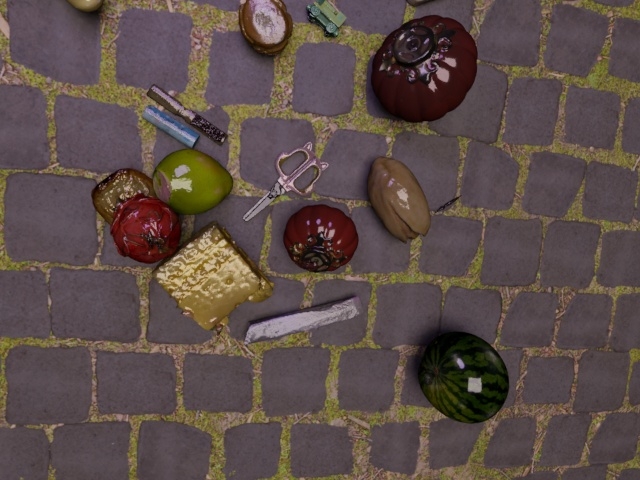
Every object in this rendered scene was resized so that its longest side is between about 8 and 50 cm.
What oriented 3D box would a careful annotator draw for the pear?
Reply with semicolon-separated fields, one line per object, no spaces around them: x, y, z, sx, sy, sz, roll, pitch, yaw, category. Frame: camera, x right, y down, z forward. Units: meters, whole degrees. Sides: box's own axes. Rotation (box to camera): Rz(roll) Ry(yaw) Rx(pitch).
-0.353;-0.167;1.149;0.220;0.188;0.187;-27;105;-43;pear

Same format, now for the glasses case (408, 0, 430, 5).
0.358;-0.798;1.268;0.197;0.050;0.083;-20;104;-8;glasses case

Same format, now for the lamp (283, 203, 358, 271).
0.000;0.000;1.223;0.227;0.227;0.226;-2;98;-11;lamp

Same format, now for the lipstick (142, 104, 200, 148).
-0.429;-0.328;1.174;0.158;0.048;0.048;32;91;-13;lipstick

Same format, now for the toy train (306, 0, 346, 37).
0.017;-0.668;1.218;0.122;0.050;0.081;40;84;-13;toy train

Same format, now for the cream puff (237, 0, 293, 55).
-0.154;-0.613;1.156;0.150;0.115;0.165;-2;108;-4;cream puff

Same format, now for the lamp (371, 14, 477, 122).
0.299;-0.495;1.188;0.303;0.257;0.302;-5;77;23;lamp

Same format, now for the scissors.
-0.121;-0.170;1.272;0.317;0.024;0.160;-41;105;-4;scissors

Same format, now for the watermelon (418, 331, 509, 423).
0.468;0.451;1.350;0.285;0.285;0.284;-2;98;-11;watermelon

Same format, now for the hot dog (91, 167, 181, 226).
-0.512;-0.075;1.162;0.175;0.114;0.259;-39;108;-9;hot dog

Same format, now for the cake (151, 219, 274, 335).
-0.292;0.112;1.174;0.227;0.222;0.286;-38;104;-3;cake

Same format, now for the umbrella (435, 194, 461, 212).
0.436;-0.124;1.397;0.122;0.022;0.013;-31;77;-16;umbrella

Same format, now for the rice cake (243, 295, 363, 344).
-0.055;0.256;1.324;0.399;0.064;0.070;-12;91;-10;rice cake

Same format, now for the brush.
-0.386;-0.366;1.184;0.248;0.036;0.043;34;86;-14;brush

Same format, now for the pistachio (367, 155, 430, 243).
0.246;-0.130;1.286;0.162;0.181;0.293;-26;101;31;pistachio

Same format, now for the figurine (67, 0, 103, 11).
-0.650;-0.723;0.984;0.124;0.222;0.324;-32;102;-8;figurine

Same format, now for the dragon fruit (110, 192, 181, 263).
-0.443;-0.026;1.034;0.172;0.209;0.172;-28;142;-24;dragon fruit
